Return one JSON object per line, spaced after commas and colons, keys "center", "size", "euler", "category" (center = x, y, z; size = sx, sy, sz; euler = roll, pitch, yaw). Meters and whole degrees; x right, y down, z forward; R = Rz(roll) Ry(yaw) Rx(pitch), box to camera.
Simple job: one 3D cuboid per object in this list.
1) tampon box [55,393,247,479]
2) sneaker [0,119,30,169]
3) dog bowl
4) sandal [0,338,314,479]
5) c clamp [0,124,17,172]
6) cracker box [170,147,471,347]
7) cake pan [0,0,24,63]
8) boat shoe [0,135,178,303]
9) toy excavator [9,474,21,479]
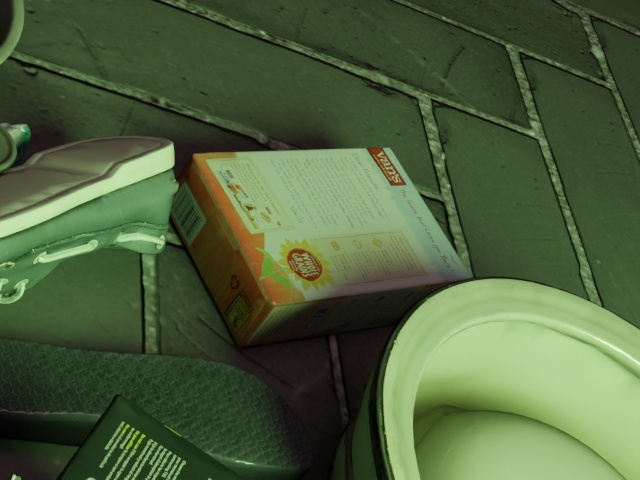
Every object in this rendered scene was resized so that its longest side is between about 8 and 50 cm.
{"center": [-0.099, 0.198, 0.783], "size": [0.161, 0.120, 0.101], "euler": [35, 38, -4], "category": "tampon box"}
{"center": [-0.288, -0.063, 0.955], "size": [0.076, 0.065, 0.166], "euler": [30, 21, 10], "category": "sneaker"}
{"center": [0.177, 0.230, 0.952], "size": [0.408, 0.150, 0.408], "euler": [23, 39, -20], "category": "dog bowl"}
{"center": [-0.129, 0.123, 0.905], "size": [0.254, 0.054, 0.097], "euler": [14, 35, -14], "category": "sandal"}
{"center": [-0.289, -0.077, 0.876], "size": [0.137, 0.022, 0.161], "euler": [40, 33, 18], "category": "c clamp"}
{"center": [0.000, 0.000, 1.115], "size": [0.232, 0.067, 0.155], "euler": [-5, 55, -41], "category": "cracker box"}
{"center": [-0.384, -0.209, 1.032], "size": [0.293, 0.054, 0.293], "euler": [22, 40, -20], "category": "cake pan"}
{"center": [-0.210, 0.005, 0.903], "size": [0.116, 0.099, 0.319], "euler": [9, 22, 30], "category": "boat shoe"}
{"center": [-0.293, 0.244, 0.460], "size": [0.433, 0.222, 0.445], "euler": [43, 36, -4], "category": "toy excavator"}
